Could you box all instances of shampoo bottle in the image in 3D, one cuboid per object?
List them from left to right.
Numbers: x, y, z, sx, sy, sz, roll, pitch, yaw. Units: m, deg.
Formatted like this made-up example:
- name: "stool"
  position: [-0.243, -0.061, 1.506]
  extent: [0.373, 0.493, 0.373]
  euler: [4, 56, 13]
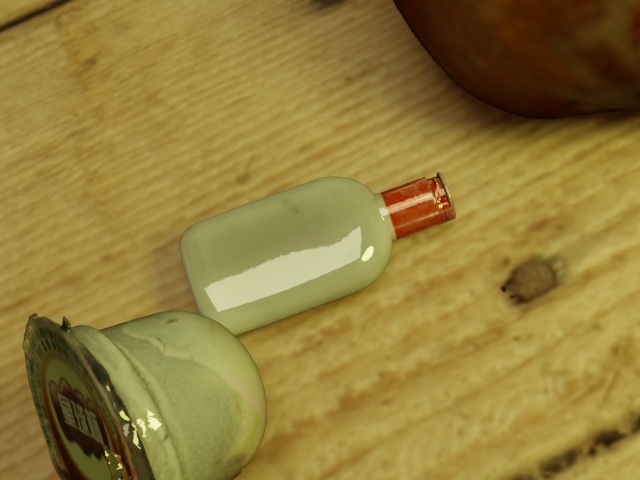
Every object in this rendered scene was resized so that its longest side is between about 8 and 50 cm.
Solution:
- name: "shampoo bottle"
  position: [0.000, 0.000, 0.983]
  extent: [0.221, 0.051, 0.108]
  euler: [-20, 59, 0]

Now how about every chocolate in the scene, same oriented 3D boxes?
- name: "chocolate"
  position: [-0.112, 0.132, 0.884]
  extent: [0.147, 0.221, 0.221]
  euler: [-15, 58, -27]

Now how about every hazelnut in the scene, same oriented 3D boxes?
- name: "hazelnut"
  position: [0.213, -0.281, 0.952]
  extent: [0.366, 0.366, 0.366]
  euler: [-4, 63, 8]
